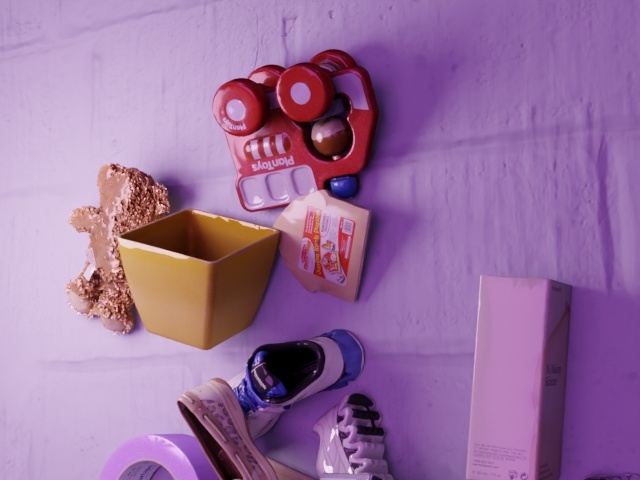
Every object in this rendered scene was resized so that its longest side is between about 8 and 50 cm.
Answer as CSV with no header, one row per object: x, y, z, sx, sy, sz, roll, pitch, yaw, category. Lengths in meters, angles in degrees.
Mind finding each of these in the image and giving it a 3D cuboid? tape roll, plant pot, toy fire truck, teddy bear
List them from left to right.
-0.393,0.018,1.958,0.245,0.113,0.338,7,95,35,teddy bear
-0.289,0.493,1.826,0.274,0.090,0.275,-6,80,34,tape roll
-0.217,0.074,1.796,0.212,0.212,0.187,14,113,27,plant pot
-0.034,-0.189,1.773,0.302,0.169,0.254,-9,106,25,toy fire truck

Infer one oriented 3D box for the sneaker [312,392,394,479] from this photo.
0.057,0.406,1.661,0.118,0.110,0.292,-31,52,31,sneaker

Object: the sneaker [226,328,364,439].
-0.095,0.245,1.723,0.315,0.182,0.127,-33,70,20,sneaker

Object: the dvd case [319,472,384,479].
0.018,0.473,1.514,0.179,0.029,0.239,-24,46,63,dvd case

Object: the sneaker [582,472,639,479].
0.437,0.372,1.499,0.098,0.069,0.038,-10,80,26,sneaker

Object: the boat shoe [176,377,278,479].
-0.151,0.375,1.669,0.104,0.089,0.285,-39,75,49,boat shoe

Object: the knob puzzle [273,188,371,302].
0.000,0.000,1.776,0.213,0.030,0.213,9,106,34,knob puzzle

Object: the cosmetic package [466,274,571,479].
0.307,0.213,1.535,0.113,0.160,0.310,4,87,26,cosmetic package

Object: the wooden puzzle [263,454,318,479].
-0.033,0.578,1.710,0.347,0.080,0.322,19,93,28,wooden puzzle
